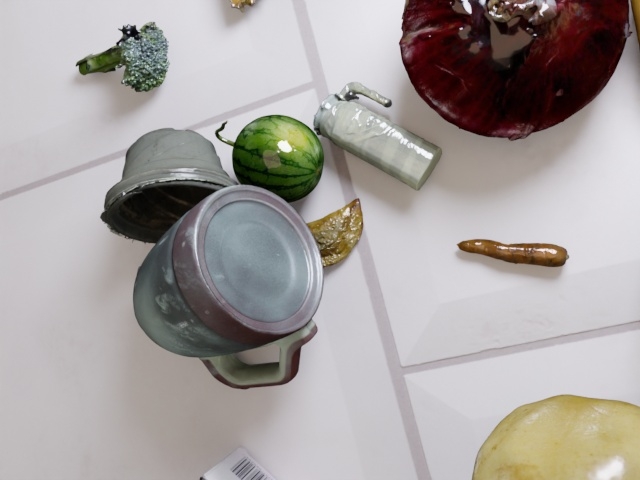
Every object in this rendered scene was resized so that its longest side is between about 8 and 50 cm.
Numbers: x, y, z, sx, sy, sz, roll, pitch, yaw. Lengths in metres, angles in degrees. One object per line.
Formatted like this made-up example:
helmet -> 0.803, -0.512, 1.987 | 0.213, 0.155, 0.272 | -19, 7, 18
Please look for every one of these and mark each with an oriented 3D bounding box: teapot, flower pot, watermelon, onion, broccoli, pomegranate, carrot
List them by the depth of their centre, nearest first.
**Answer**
pomegranate -> 0.347, 0.368, 0.767 | 0.332, 0.332, 0.332 | 1, 93, 17
onion -> 0.263, -0.296, 0.802 | 0.314, 0.232, 0.314 | 0, 93, -3
carrot -> 0.290, 0.018, 0.912 | 0.165, 0.035, 0.036 | 5, 94, 19
teapot -> 0.093, -0.172, 0.943 | 0.200, 0.077, 0.107 | 31, 95, 14
teapot -> -0.153, 0.108, 0.964 | 0.312, 0.233, 0.315 | -28, 102, 43
watermelon -> -0.085, -0.139, 0.969 | 0.187, 0.140, 0.141 | 25, 99, 18
flower pot -> -0.242, -0.094, 0.998 | 0.235, 0.235, 0.140 | -20, 64, 17
broccoli -> -0.358, -0.325, 1.074 | 0.204, 0.118, 0.122 | 4, 105, 33

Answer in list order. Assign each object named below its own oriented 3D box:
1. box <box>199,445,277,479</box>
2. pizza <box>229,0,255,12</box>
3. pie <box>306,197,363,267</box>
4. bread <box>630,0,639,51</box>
box -> -0.188, 0.548, 1.025 | 0.173, 0.145, 0.333 | 37, 101, 14
pizza -> -0.115, -0.482, 1.005 | 0.201, 0.053, 0.193 | 30, 99, 3
pie -> 0.000, 0.000, 1.003 | 0.170, 0.034, 0.092 | -20, 85, 11
bread -> 0.462, -0.305, 0.786 | 0.092, 0.074, 0.239 | -27, 107, -19
